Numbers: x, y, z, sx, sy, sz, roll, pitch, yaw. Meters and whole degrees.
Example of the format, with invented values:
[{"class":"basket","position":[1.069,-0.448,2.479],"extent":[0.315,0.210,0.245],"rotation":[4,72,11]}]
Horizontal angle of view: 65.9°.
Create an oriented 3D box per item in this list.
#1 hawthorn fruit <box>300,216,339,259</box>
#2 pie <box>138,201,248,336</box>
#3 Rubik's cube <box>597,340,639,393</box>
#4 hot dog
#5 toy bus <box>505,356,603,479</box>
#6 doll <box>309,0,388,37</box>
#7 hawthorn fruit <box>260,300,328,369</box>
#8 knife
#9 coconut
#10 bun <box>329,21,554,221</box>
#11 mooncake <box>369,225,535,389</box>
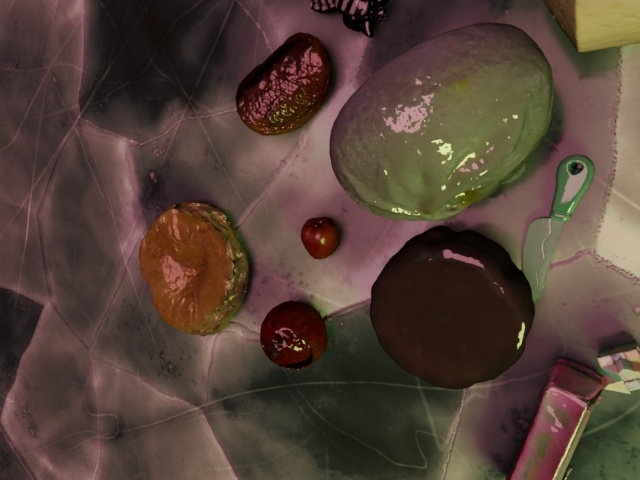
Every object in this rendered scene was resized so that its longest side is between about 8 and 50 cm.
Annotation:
[{"class":"hawthorn fruit","position":[0.000,0.000,1.034],"extent":[0.081,0.081,0.093],"rotation":[12,132,27]},{"class":"pie","position":[-0.314,0.069,1.206],"extent":[0.340,0.083,0.339],"rotation":[5,101,30]},{"class":"Rubik's cube","position":[0.489,0.209,0.789],"extent":[0.075,0.084,0.073],"rotation":[-30,78,45]},{"class":"hot dog","position":[-0.071,-0.318,1.007],"extent":[0.227,0.099,0.160],"rotation":[-31,82,27]},{"class":"toy bus","position":[0.394,0.346,0.846],"extent":[0.090,0.112,0.274],"rotation":[23,108,32]},{"class":"doll","position":[0.045,-0.463,0.945],"extent":[0.219,0.067,0.091],"rotation":[40,117,24]},{"class":"hawthorn fruit","position":[-0.061,0.200,1.037],"extent":[0.148,0.172,0.148],"rotation":[-1,84,9]},{"class":"knife","position":[0.388,-0.020,0.841],"extent":[0.063,0.035,0.260],"rotation":[25,112,28]},{"class":"coconut","position":[0.415,-0.384,0.661],"extent":[0.244,0.239,0.239],"rotation":[2,98,28]},{"class":"bun","position":[0.185,-0.150,0.759],"extent":[0.362,0.362,0.211],"rotation":[-32,79,28]},{"class":"mooncake","position":[0.232,0.116,0.882],"extent":[0.283,0.141,0.283],"rotation":[10,112,28]}]
